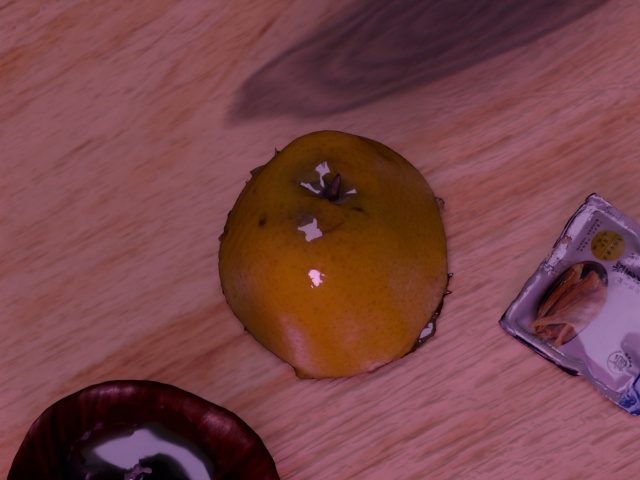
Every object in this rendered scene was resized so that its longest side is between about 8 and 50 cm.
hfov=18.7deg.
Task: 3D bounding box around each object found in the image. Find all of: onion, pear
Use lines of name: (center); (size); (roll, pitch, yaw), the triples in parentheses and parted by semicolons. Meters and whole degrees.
onion: (-0.173, 0.265, 1.849); (0.273, 0.285, 0.273); (0, 97, 3)
pear: (-0.001, -0.002, 1.941); (0.267, 0.178, 0.266); (-3, 76, 12)

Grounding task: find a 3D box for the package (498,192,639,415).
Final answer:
package: (0.295, 0.063, 1.958); (0.173, 0.027, 0.171); (33, 82, 18)
